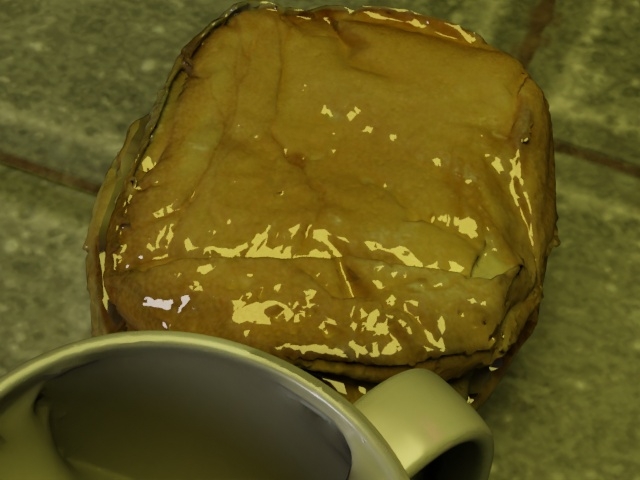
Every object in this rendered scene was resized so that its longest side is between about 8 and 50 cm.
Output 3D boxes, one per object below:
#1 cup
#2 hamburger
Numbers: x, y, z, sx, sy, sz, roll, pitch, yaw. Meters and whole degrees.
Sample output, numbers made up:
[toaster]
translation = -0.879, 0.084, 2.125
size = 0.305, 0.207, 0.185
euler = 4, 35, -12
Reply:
[cup]
translation = -0.041, 0.172, 0.799
size = 0.289, 0.257, 0.219
euler = -35, 64, -23
[hamburger]
translation = -0.001, -0.001, 0.986
size = 0.259, 0.144, 0.283
euler = 18, 47, 11
